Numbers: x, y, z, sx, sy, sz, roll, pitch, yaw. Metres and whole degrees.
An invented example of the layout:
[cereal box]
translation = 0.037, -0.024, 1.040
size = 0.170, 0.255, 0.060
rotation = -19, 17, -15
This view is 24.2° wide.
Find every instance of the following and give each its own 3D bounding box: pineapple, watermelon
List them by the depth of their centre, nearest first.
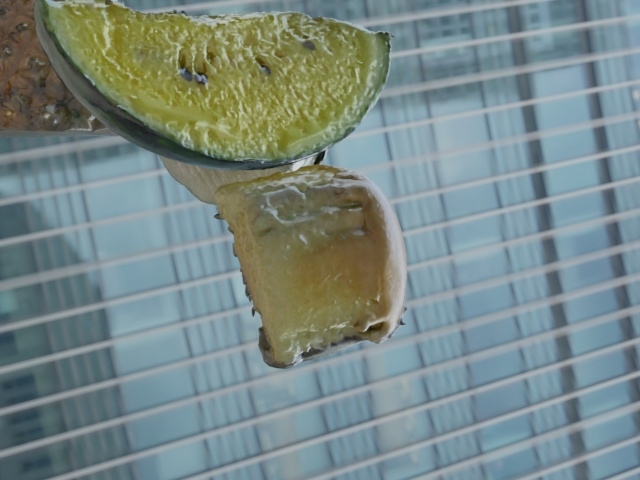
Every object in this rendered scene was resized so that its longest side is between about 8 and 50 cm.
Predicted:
[watermelon]
translation = -0.076, -0.120, 1.160
size = 0.123, 0.301, 0.129
rotation = 23, -69, 59
[pineapple]
translation = -0.261, -0.265, 1.417
size = 0.169, 0.169, 0.340
rotation = -8, -95, 59

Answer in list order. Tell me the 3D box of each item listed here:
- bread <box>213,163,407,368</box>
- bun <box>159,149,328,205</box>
[bread]
translation = 0.000, 0.000, 1.726
size = 0.162, 0.204, 0.262
rotation = 103, -31, -51
[bun]
translation = -0.095, -0.156, 1.925
size = 0.239, 0.141, 0.239
rotation = 14, -57, 21
